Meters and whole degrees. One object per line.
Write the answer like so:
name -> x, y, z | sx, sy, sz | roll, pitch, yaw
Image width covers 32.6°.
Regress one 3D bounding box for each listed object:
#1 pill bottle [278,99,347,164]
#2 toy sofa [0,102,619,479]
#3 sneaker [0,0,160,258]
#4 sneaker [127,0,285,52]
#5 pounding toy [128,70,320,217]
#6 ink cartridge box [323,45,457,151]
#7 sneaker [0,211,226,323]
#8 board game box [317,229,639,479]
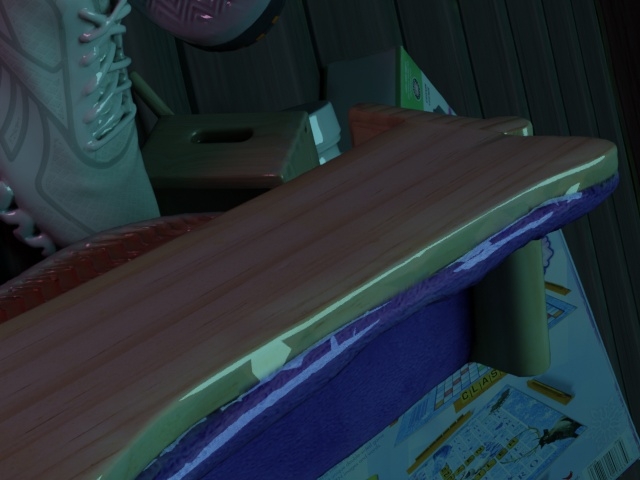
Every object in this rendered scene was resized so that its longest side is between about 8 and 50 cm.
pill bottle -> 0.000, 0.000, 0.880 | 0.117, 0.117, 0.209 | -45, 119, -59
toy sofa -> -0.022, 0.067, 0.487 | 0.362, 0.177, 0.150 | -30, 121, -39
sneaker -> -0.154, -0.106, 0.622 | 0.292, 0.118, 0.110 | 67, 27, -25
sneaker -> -0.073, -0.227, 0.734 | 0.180, 0.124, 0.321 | 35, 26, -57
pounding toy -> -0.071, -0.041, 0.766 | 0.100, 0.141, 0.130 | -71, 155, -45
ink cartridge box -> 0.088, -0.073, 1.112 | 0.212, 0.093, 0.154 | 41, 44, -53
sneaker -> -0.121, 0.079, 0.595 | 0.302, 0.108, 0.121 | -29, 124, -40
board game box -> 0.083, 0.144, 0.843 | 0.318, 0.066, 0.318 | -36, 120, -18
